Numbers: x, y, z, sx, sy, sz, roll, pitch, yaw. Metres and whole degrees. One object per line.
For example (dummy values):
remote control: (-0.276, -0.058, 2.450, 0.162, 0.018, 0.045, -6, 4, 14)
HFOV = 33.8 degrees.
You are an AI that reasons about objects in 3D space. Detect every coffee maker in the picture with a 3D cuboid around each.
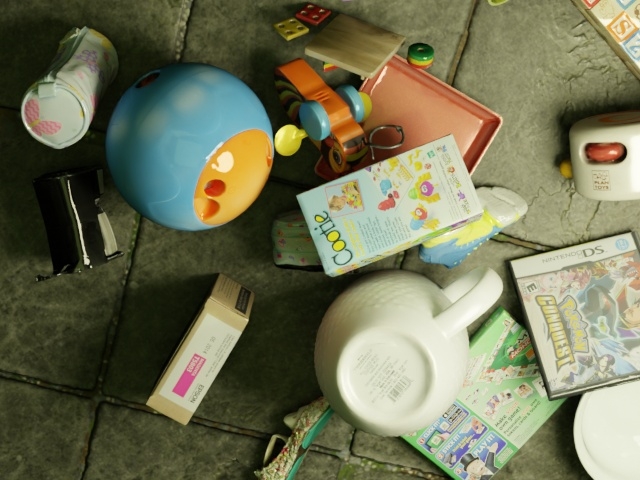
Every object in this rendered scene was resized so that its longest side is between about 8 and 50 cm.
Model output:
coffee maker: (-0.445, -0.037, 1.889, 0.120, 0.171, 0.178, -9, 101, 18)

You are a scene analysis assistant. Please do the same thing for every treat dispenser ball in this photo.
treat dispenser ball: (-0.222, -0.160, 1.806, 0.288, 0.288, 0.288, 0, 102, -1)

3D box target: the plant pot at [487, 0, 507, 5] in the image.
plant pot: (0.276, -0.594, 1.752, 0.275, 0.275, 0.293, -45, 80, 8)

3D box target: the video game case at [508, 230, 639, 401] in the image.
video game case: (0.502, 0.135, 1.935, 0.248, 0.035, 0.275, -13, 65, 1)

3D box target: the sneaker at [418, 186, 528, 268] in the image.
sneaker: (0.269, -0.021, 1.939, 0.240, 0.091, 0.126, -13, 141, -30)

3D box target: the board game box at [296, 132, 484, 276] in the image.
board game box: (0.118, -0.054, 1.774, 0.275, 0.142, 0.144, -21, 84, 4)

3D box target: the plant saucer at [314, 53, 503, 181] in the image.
plant saucer: (0.160, -0.177, 1.933, 0.258, 0.048, 0.259, 29, 101, -7)

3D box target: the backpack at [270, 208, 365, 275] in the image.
backpack: (0.000, 0.000, 1.930, 0.182, 0.152, 0.115, 0, 97, 11)

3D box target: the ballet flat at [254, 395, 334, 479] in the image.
ballet flat: (-0.052, 0.384, 2.034, 0.077, 0.091, 0.241, 33, 96, 15)

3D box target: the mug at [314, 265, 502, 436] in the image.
mug: (0.160, 0.174, 1.842, 0.374, 0.328, 0.276, -38, 90, 8)

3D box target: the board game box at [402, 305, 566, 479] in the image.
board game box: (0.324, 0.312, 2.041, 0.213, 0.046, 0.317, 40, 99, -8)

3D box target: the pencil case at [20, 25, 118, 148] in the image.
pencil case: (-0.421, -0.265, 1.790, 0.113, 0.273, 0.124, 9, 122, -3)

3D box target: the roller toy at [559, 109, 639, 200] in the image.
roller toy: (0.542, -0.146, 1.873, 0.209, 0.191, 0.146, -8, 103, 0)

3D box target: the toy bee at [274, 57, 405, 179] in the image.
toy bee: (0.015, -0.179, 1.819, 0.195, 0.298, 0.162, -11, 134, -11)

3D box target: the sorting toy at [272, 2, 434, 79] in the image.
sorting toy: (0.051, -0.330, 1.834, 0.274, 0.132, 0.046, 24, 138, 17)

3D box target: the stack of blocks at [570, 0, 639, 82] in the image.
stack of blocks: (0.599, -0.391, 1.875, 0.171, 0.087, 0.297, -43, 99, 7)

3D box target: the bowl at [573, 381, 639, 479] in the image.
bowl: (0.614, 0.331, 2.006, 0.298, 0.134, 0.298, 0, 101, -1)

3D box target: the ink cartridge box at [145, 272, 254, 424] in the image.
ink cartridge box: (-0.216, 0.195, 1.930, 0.088, 0.193, 0.235, 31, 100, -7)
